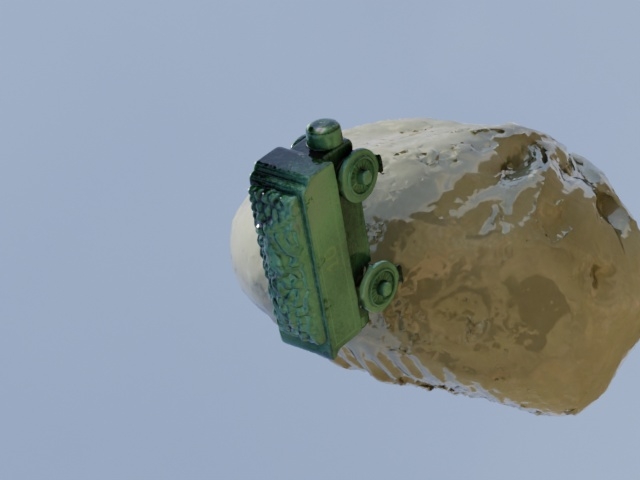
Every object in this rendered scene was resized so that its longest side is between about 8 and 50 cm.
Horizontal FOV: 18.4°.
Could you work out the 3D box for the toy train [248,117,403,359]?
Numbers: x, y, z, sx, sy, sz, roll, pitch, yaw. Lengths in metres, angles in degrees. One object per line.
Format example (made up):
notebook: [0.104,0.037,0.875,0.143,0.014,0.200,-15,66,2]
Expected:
toy train: [0.000,0.000,1.403,0.099,0.070,0.172,-37,-51,-36]

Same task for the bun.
bun: [0.093,0.009,1.633,0.326,0.362,0.234,11,-86,-42]
